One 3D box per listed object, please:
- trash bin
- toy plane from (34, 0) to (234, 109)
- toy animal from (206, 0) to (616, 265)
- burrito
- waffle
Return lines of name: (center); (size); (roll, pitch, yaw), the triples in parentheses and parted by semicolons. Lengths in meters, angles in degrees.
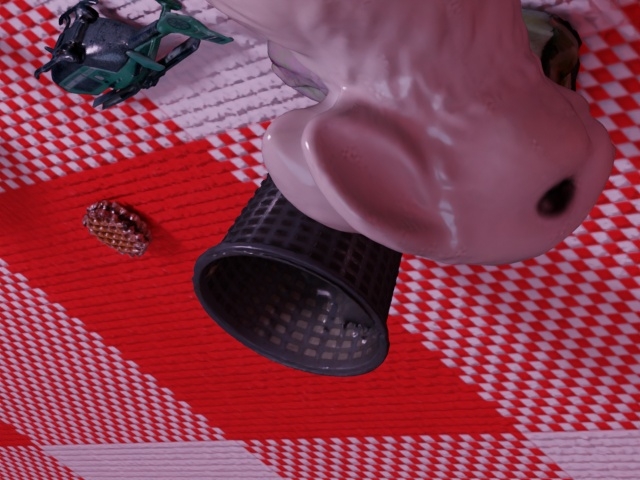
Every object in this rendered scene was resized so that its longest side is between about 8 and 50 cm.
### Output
trash bin: (0.000, 0.000, 1.324); (0.175, 0.161, 0.175); (17, 149, 10)
toy plane: (-0.165, -0.155, 1.309); (0.096, 0.060, 0.235); (30, 157, -24)
toy animal: (0.037, -0.128, 0.945); (0.194, 0.258, 0.357); (-1, 121, 54)
burrito: (0.071, -0.121, 1.137); (0.229, 0.089, 0.144); (14, 148, 19)
waffle: (-0.209, -0.012, 1.628); (0.075, 0.029, 0.083); (32, 155, -6)
